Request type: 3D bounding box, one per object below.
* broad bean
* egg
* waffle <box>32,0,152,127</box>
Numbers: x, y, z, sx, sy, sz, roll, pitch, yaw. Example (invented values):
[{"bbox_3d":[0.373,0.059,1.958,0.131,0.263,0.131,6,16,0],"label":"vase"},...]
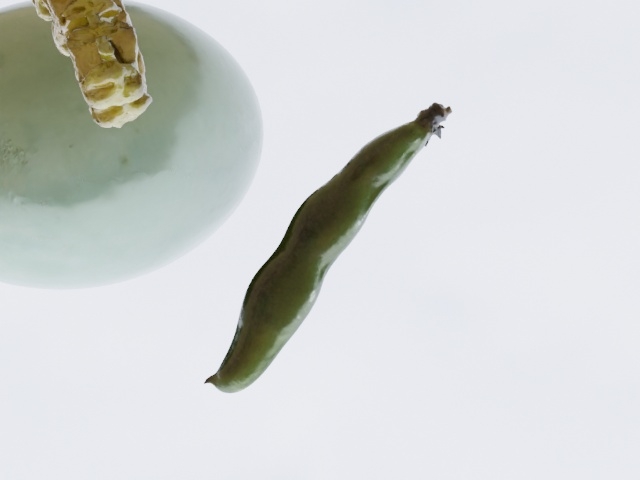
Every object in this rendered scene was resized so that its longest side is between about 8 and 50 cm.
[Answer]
[{"bbox_3d":[-0.001,-0.001,1.383,0.060,0.043,0.297,36,-91,24],"label":"broad bean"},{"bbox_3d":[-0.227,-0.092,1.607,0.389,0.276,0.276,-9,-151,-37],"label":"egg"},{"bbox_3d":[-0.150,-0.160,1.014,0.051,0.194,0.149,-24,-166,-10],"label":"waffle"}]
